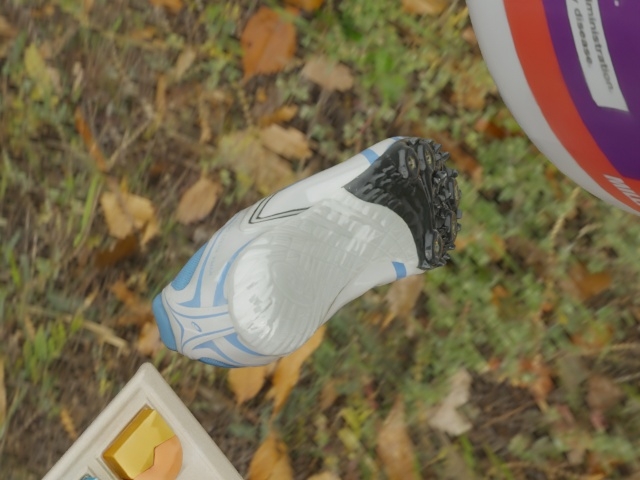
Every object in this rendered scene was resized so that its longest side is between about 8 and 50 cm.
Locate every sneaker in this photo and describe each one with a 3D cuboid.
[{"bbox_3d":[0.000,0.000,0.947,0.237,0.086,0.085,-29,111,-49],"label":"sneaker"}]

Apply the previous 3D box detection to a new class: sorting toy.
[{"bbox_3d":[-0.138,0.233,1.393,0.193,0.038,0.208,54,52,-22],"label":"sorting toy"}]

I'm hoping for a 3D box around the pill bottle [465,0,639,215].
[{"bbox_3d":[0.183,-0.068,0.359,0.181,0.323,0.181,-7,104,-29],"label":"pill bottle"}]
